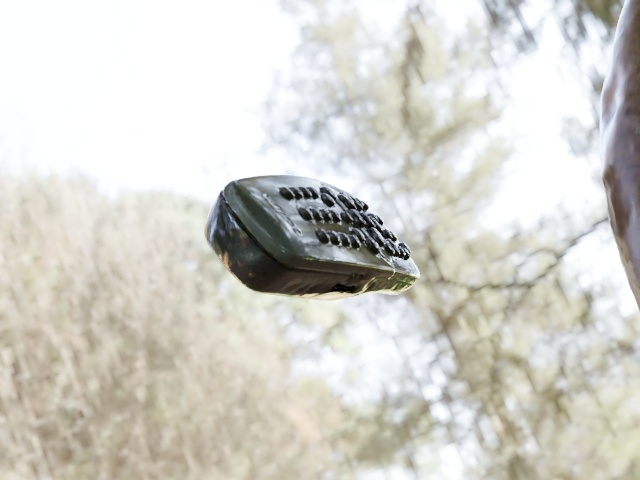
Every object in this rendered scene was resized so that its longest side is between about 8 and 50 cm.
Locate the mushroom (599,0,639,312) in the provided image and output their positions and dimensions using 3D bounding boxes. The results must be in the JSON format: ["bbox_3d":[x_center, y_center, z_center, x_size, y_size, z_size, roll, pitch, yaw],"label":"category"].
[{"bbox_3d":[0.243,-0.038,0.671,0.195,0.263,0.283,-53,7,31],"label":"mushroom"}]

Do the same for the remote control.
[{"bbox_3d":[0.000,0.000,0.833,0.042,0.072,0.222,-43,-15,14],"label":"remote control"}]
